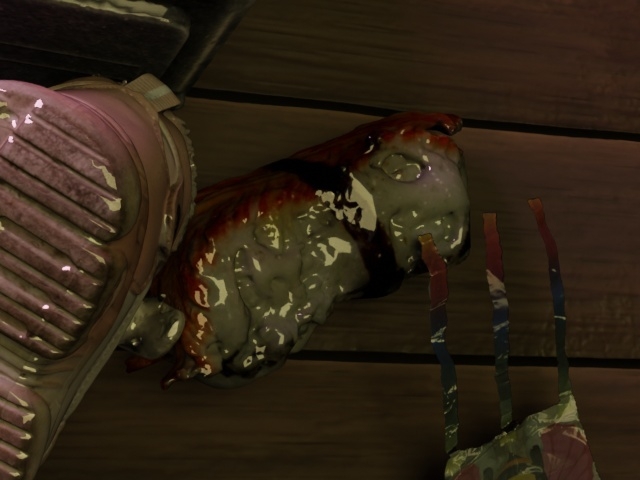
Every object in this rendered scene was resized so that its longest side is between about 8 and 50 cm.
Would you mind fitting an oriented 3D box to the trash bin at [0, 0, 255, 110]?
[{"bbox_3d":[-0.162,-0.296,0.791,0.256,0.296,0.367,8,73,-18],"label":"trash bin"}]

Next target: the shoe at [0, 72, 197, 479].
[{"bbox_3d":[-0.191,0.049,0.752,0.172,0.198,0.351,40,114,2],"label":"shoe"}]

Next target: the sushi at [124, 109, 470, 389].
[{"bbox_3d":[0.000,0.000,0.878,0.332,0.124,0.130,-25,100,-28],"label":"sushi"}]

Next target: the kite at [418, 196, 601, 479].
[{"bbox_3d":[0.141,0.156,0.911,0.204,0.022,0.360,-18,106,-27],"label":"kite"}]
